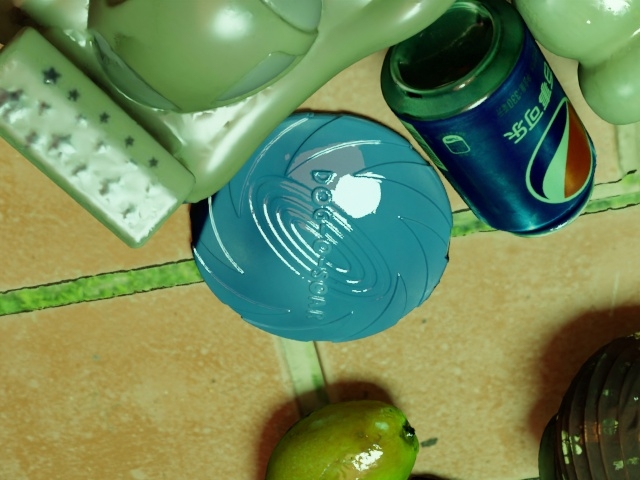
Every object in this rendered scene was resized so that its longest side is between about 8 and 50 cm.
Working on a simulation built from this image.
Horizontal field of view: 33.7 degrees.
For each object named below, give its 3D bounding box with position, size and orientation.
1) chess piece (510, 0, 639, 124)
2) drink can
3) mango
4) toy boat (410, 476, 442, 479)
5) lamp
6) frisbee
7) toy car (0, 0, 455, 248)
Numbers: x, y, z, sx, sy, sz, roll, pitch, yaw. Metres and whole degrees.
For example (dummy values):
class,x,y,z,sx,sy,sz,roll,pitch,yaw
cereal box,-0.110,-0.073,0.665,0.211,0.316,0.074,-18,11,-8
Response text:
class,x,y,z,sx,sy,sz,roll,pitch,yaw
chess piece,0.279,-0.131,0.806,0.330,0.182,0.182,42,113,-14
drink can,0.137,-0.091,0.823,0.118,0.118,0.205,-28,140,17
mango,0.002,0.239,1.056,0.125,0.111,0.233,43,126,-6
toy boat,0.147,0.291,1.107,0.137,0.061,0.060,21,119,-11
lamp,0.322,0.193,0.948,0.247,0.247,0.247,1,121,1
frisbee,0.000,0.000,0.951,0.242,0.045,0.242,1,119,1
toy car,-0.066,-0.187,0.736,0.336,0.226,0.242,-37,113,21
